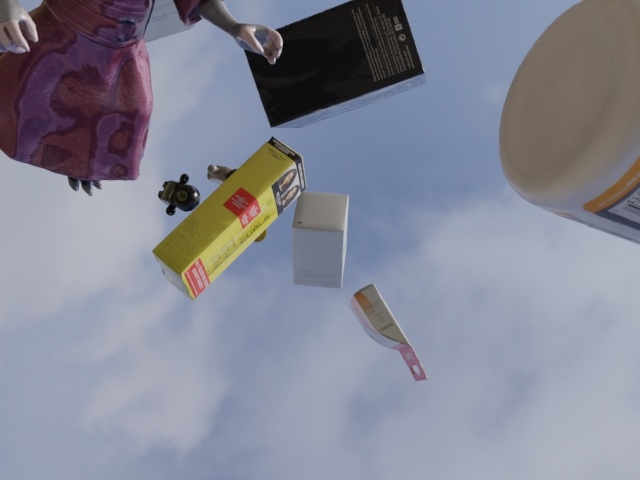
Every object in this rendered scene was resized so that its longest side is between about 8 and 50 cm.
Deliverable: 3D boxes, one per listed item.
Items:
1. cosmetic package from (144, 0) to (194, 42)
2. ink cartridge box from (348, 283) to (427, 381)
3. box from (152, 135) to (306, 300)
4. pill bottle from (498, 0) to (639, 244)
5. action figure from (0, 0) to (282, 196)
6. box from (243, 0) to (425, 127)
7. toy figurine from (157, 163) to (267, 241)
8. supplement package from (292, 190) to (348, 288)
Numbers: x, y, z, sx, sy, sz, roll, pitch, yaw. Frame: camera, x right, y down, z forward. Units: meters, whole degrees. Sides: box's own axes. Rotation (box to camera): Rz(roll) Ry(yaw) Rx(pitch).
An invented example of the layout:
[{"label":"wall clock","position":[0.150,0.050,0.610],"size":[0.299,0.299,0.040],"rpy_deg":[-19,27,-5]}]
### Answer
[{"label":"cosmetic package","position":[-0.235,-0.361,1.142],"size":[0.160,0.113,0.309],"rpy_deg":[-22,-172,-18]},{"label":"ink cartridge box","position":[0.110,0.166,1.395],"size":[0.045,0.145,0.179],"rpy_deg":[-27,-99,-7]},{"label":"box","position":[-0.117,-0.031,1.112],"size":[0.058,0.087,0.232],"rpy_deg":[37,-111,21]},{"label":"pill bottle","position":[0.290,-0.064,0.627],"size":[0.162,0.279,0.162],"rpy_deg":[-47,-146,46]},{"label":"action figure","position":[-0.209,-0.233,0.820],"size":[0.370,0.248,0.275],"rpy_deg":[-53,-138,32]},{"label":"box","position":[0.044,-0.360,1.685],"size":[0.313,0.343,0.178],"rpy_deg":[-17,-86,10]},{"label":"toy figurine","position":[-0.246,-0.063,1.887],"size":[0.210,0.212,0.148],"rpy_deg":[-22,-161,-27]},{"label":"supplement package","position":[0.000,0.000,1.682],"size":[0.105,0.179,0.105],"rpy_deg":[5,-132,4]}]
